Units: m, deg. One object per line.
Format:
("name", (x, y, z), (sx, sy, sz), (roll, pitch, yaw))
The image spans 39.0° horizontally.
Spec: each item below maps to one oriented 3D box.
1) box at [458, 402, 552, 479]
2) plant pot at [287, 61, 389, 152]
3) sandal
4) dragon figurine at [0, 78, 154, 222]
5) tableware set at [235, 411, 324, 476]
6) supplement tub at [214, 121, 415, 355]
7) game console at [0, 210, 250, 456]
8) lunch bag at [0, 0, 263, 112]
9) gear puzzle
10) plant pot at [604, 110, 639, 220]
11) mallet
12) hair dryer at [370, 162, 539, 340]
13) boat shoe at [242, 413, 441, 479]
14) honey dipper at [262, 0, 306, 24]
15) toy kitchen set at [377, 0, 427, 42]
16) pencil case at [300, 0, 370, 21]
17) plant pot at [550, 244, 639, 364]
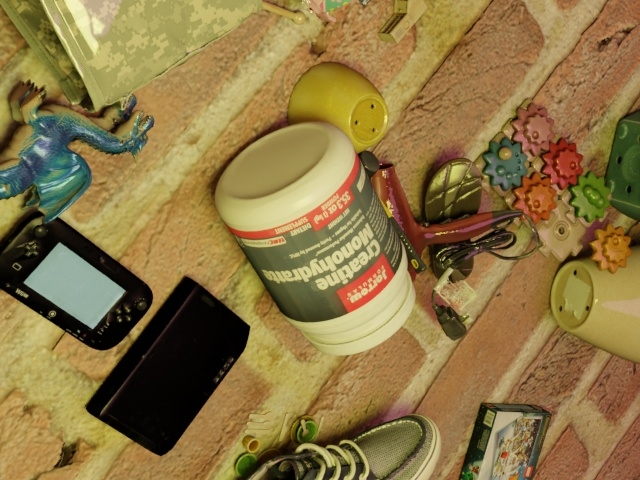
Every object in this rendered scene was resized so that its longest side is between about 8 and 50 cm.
("box", (0.331, 0.417, 1.665), (0.159, 0.044, 0.233), (11, 98, -39))
("plant pot", (0.037, -0.170, 1.225), (0.134, 0.095, 0.134), (-13, 112, -34))
("sandal", (0.205, -0.033, 1.414), (0.089, 0.060, 0.219), (-9, 123, -1))
("dragon figurine", (-0.310, -0.076, 0.997), (0.289, 0.085, 0.144), (-52, 127, -14))
("tableware set", (-0.056, 0.311, 1.352), (0.154, 0.024, 0.104), (12, 97, -39))
("supplement tub", (0.000, 0.000, 1.189), (0.191, 0.191, 0.272), (-43, 125, -19))
("game console", (-0.256, 0.108, 1.124), (0.361, 0.044, 0.213), (44, 77, -37))
("lunch bag", (-0.218, -0.302, 0.935), (0.235, 0.169, 0.287), (-38, 115, -22))
("gear puzzle", (0.408, -0.063, 1.503), (0.339, 0.044, 0.175), (45, 75, -16))
("plant pot", (0.664, -0.122, 1.633), (0.252, 0.248, 0.247), (6, 101, -20))
("mallet", (0.097, -0.042, 1.268), (0.190, 0.062, 0.039), (51, 39, 8))
("hair dryer", (0.169, -0.010, 1.360), (0.293, 0.080, 0.224), (39, 88, -23))
("boat shoe", (0.026, 0.345, 1.323), (0.340, 0.127, 0.158), (-36, 136, -12))
("honey dipper", (-0.082, -0.299, 1.139), (0.160, 0.030, 0.031), (10, 98, -43))
("toy kitchen set", (0.110, -0.329, 1.247), (0.075, 0.068, 0.083), (-51, 127, -13))
("pencil case", (-0.049, -0.386, 1.076), (0.284, 0.124, 0.124), (36, 82, -41))
("plant pot", (0.570, 0.111, 1.645), (0.273, 0.256, 0.257), (8, 100, -22))
